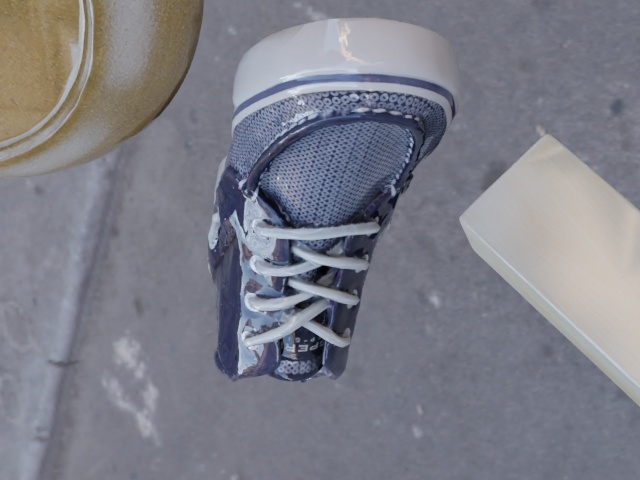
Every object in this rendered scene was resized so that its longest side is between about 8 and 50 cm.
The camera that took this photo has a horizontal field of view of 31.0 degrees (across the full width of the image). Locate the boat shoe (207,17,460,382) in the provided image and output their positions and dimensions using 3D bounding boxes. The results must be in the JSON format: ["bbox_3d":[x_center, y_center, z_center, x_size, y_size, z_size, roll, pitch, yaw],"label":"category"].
[{"bbox_3d":[0.000,0.000,0.679,0.340,0.127,0.158,125,146,-75],"label":"boat shoe"}]

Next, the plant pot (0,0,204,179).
[{"bbox_3d":[-0.156,-0.103,0.389,0.236,0.032,0.236,12,138,11],"label":"plant pot"}]

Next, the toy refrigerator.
[{"bbox_3d":[0.242,0.049,0.902,0.102,0.094,0.269,-44,66,-2],"label":"toy refrigerator"}]
